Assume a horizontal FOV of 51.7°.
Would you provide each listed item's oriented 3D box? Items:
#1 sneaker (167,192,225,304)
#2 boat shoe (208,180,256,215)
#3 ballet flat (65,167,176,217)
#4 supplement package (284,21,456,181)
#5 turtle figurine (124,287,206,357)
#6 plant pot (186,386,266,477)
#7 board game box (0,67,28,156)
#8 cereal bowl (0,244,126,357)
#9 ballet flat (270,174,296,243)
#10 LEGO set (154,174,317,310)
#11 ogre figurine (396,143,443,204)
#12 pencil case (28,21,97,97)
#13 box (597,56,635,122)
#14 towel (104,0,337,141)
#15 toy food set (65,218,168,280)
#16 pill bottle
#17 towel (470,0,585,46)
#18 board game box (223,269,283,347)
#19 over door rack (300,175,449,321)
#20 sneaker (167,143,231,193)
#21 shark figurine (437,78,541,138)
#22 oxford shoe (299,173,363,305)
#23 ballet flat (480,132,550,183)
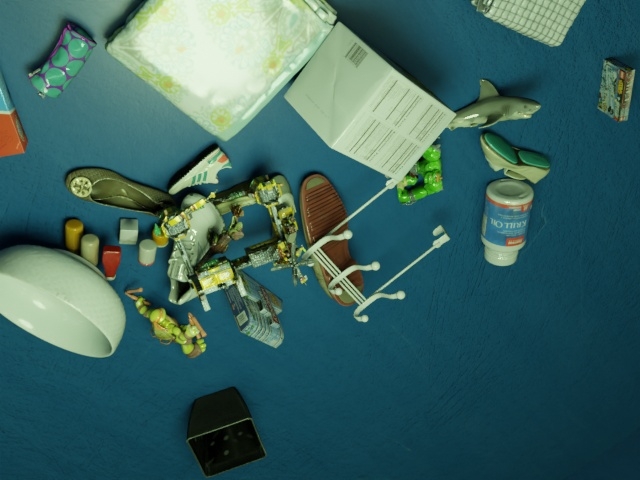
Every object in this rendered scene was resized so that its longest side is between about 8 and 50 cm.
[{"bbox_3d":[-0.304,0.029,1.571,0.111,0.129,0.297,16,122,16],"label":"sneaker"},{"bbox_3d":[-0.196,-0.098,1.584,0.153,0.056,0.048,-22,136,-1],"label":"boat shoe"},{"bbox_3d":[-0.448,-0.101,1.497,0.250,0.058,0.084,17,116,-27],"label":"ballet flat"},{"bbox_3d":[0.108,-0.288,1.411,0.263,0.199,0.198,17,118,-50],"label":"supplement package"},{"bbox_3d":[-0.368,0.226,1.658,0.087,0.270,0.217,-60,152,-20],"label":"turtle figurine"},{"bbox_3d":[-0.279,0.541,1.923,0.188,0.167,0.187,-17,127,-4],"label":"plant pot"},{"bbox_3d":[-0.772,-0.260,1.282,0.317,0.064,0.242,-12,126,-9],"label":"board game box"},{"bbox_3d":[-0.588,0.120,1.500,0.339,0.141,0.339,17,148,11],"label":"cereal bowl"},{"bbox_3d":[-0.086,-0.060,1.629,0.072,0.068,0.213,-26,133,-31],"label":"ballet flat"},{"bbox_3d":[-0.184,0.005,1.449,0.331,0.192,0.255,-13,109,-16],"label":"LEGO set"},{"bbox_3d":[0.244,-0.177,1.648,0.118,0.097,0.197,-6,111,8],"label":"ogre figurine"},{"bbox_3d":[-0.510,-0.353,1.301,0.151,0.064,0.070,-46,140,15],"label":"pencil case"},{"bbox_3d":[0.742,-0.379,1.661,0.027,0.094,0.137,-14,127,-7],"label":"box"},{"bbox_3d":[-0.191,-0.423,1.344,0.374,0.090,0.320,-43,122,13],"label":"towel"},{"bbox_3d":[-0.475,0.024,1.547,0.232,0.111,0.104,2,135,-20],"label":"toy food set"},{"bbox_3d":[0.502,-0.045,1.795,0.124,0.124,0.221,-11,126,-10],"label":"pill bottle"},{"bbox_3d":[0.480,-0.589,1.423,0.235,0.121,0.283,10,118,-25],"label":"towel"},{"bbox_3d":[-0.157,0.179,1.726,0.060,0.194,0.194,-41,140,13],"label":"board game box"},{"bbox_3d":[0.145,0.017,1.592,0.324,0.108,0.239,-44,116,-4],"label":"over door rack"},{"bbox_3d":[-0.276,-0.146,1.521,0.161,0.057,0.075,-39,120,7],"label":"sneaker"},{"bbox_3d":[0.374,-0.327,1.599,0.278,0.166,0.116,-9,101,10],"label":"shark figurine"},{"bbox_3d":[0.000,0.000,1.674,0.123,0.130,0.348,-23,109,-27],"label":"oxford shoe"},{"bbox_3d":[0.490,-0.205,1.716,0.248,0.086,0.086,16,117,-27],"label":"ballet flat"}]
